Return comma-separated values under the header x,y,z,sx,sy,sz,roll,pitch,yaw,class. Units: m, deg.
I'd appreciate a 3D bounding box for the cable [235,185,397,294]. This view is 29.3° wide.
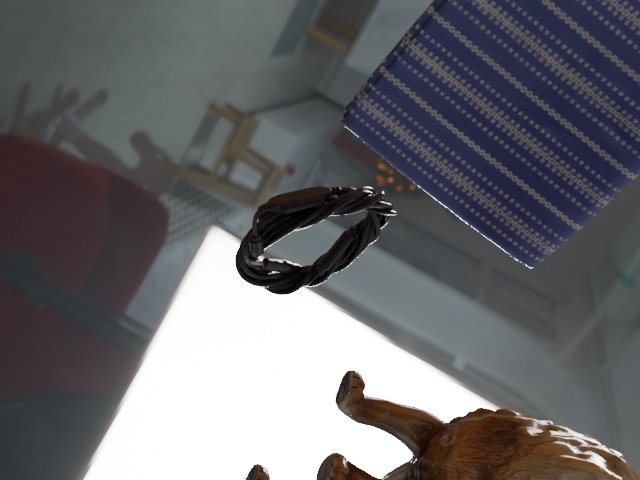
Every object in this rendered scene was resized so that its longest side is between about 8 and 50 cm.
x,y,z,sx,sy,sz,roll,pitch,yaw,class
0.000,0.000,1.335,0.184,0.047,0.150,-15,141,-21,cable

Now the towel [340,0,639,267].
x,y,z,sx,sy,sz,roll,pitch,yaw,class
0.202,-0.150,1.063,0.336,0.243,0.040,-48,-172,34,towel

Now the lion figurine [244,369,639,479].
x,y,z,sx,sy,sz,roll,pitch,yaw,class
0.070,0.244,1.007,0.392,0.240,0.142,-46,-155,47,lion figurine
